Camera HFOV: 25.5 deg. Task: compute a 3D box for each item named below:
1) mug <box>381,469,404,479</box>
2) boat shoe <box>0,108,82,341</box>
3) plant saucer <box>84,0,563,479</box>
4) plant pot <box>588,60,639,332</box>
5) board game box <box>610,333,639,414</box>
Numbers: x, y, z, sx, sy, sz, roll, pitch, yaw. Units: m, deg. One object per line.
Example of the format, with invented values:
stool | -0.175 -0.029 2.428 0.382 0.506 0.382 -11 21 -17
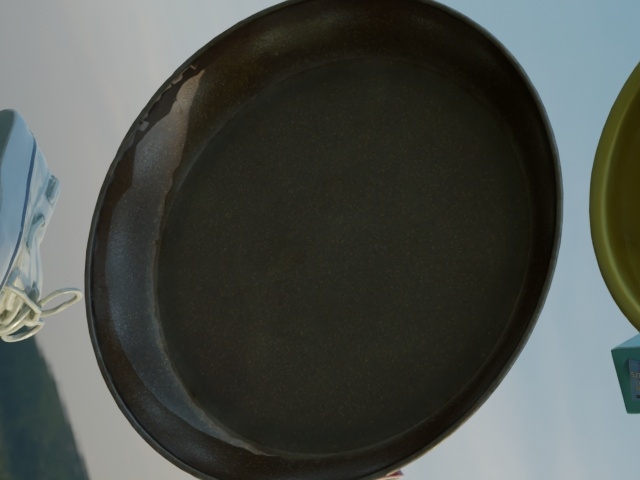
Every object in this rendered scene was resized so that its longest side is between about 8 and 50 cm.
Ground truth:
mug | -0.002 0.144 1.281 0.150 0.113 0.169 22 54 -67
boat shoe | -0.295 0.031 1.288 0.156 0.135 0.367 56 14 -28
plant saucer | 0.000 0.000 0.838 0.050 0.310 0.311 35 31 -59
plant pot | 0.343 -0.018 0.909 0.254 0.239 0.254 -20 -118 43
board game box | 0.513 0.094 1.514 0.253 0.336 0.079 -9 -81 46
